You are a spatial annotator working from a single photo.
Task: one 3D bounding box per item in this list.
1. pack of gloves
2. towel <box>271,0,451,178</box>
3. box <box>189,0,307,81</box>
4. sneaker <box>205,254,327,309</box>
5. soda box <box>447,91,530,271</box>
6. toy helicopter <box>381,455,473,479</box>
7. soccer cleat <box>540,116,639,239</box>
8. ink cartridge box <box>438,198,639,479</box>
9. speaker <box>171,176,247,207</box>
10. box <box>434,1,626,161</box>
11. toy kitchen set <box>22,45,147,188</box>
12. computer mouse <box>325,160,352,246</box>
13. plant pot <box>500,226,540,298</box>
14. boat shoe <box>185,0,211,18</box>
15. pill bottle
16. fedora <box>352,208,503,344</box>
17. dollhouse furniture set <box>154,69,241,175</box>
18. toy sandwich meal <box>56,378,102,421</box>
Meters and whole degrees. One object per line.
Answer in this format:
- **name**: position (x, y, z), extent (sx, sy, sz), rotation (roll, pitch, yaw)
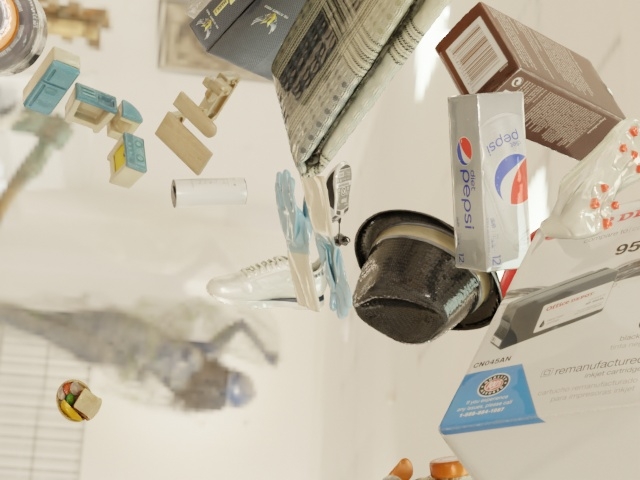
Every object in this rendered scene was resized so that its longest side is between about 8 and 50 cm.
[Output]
- **pack of gloves**: position (0.000, 0.000, 1.857), extent (0.195, 0.046, 0.232), rotation (15, -60, 62)
- **towel**: position (0.052, -0.261, 1.375), extent (0.324, 0.056, 0.312), rotation (-56, -158, 21)
- **box**: position (-0.035, -0.301, 1.625), extent (0.183, 0.232, 0.059), rotation (-42, -120, 20)
- **sneaker**: position (-0.098, 0.072, 2.255), extent (0.090, 0.235, 0.095), rotation (-132, -133, -57)
- **soda box**: position (0.274, -0.096, 1.967), extent (0.098, 0.091, 0.286), rotation (-173, -102, -65)
- **toy helicopter**: position (0.221, 0.497, 2.445), extent (0.355, 0.235, 0.140), rotation (1, 80, -72)
- **soccer cleat**: position (0.297, -0.069, 1.290), extent (0.196, 0.076, 0.068), rotation (-47, 115, -38)
- **ink cartridge box**: position (0.358, 0.129, 1.484), extent (0.285, 0.166, 0.395), rotation (-17, -151, 42)
- **speaker**: position (-0.208, -0.090, 2.251), extent (0.055, 0.136, 0.055), rotation (177, -90, -71)
- **box**: position (0.413, -0.301, 2.355), extent (0.143, 0.381, 0.191), rotation (-45, -130, 30)
- **toy kitchen set**: position (-0.398, -0.210, 2.117), extent (0.122, 0.207, 0.166), rotation (-46, -140, 34)
- **computer mouse**: position (0.031, -0.076, 2.558), extent (0.106, 0.042, 0.193), rotation (-16, 114, -55)
- **plant pot**: position (0.537, 0.130, 2.509), extent (0.275, 0.243, 0.275), rotation (-49, -151, 39)
- **boat shoe**: position (-0.149, -0.413, 2.141), extent (0.121, 0.119, 0.335), rotation (-61, -162, 5)
- **pill bottle**: position (-0.416, -0.274, 1.528), extent (0.245, 0.130, 0.130), rotation (-145, -119, -79)
- **fedora**: position (0.172, 0.095, 2.295), extent (0.152, 0.334, 0.334), rotation (-48, 162, -35)
- **dollhouse furniture set**: position (-0.202, -0.229, 2.341), extent (0.144, 0.123, 0.151), rotation (-54, 164, 29)
- **toy sandwich meal**: position (-0.428, 0.284, 2.145), extent (0.029, 0.085, 0.085), rotation (-22, -124, 43)
